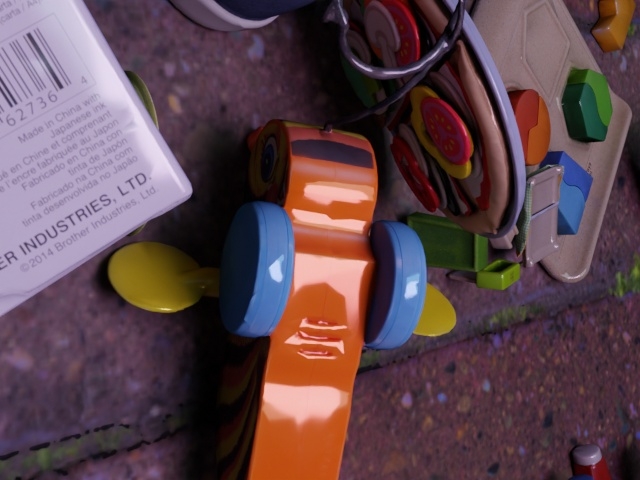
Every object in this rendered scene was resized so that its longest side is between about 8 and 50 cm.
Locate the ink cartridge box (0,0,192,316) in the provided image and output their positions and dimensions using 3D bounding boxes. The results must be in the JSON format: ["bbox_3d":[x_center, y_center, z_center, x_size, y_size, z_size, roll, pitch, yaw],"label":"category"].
[{"bbox_3d":[-0.203,-0.100,0.346,0.186,0.065,0.311,-34,116,-12],"label":"ink cartridge box"}]

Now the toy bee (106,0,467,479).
[{"bbox_3d":[0.000,0.000,0.545,0.195,0.162,0.298,30,97,-24],"label":"toy bee"}]

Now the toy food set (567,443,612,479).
[{"bbox_3d":[0.283,0.222,0.828,0.232,0.111,0.104,-25,105,-32],"label":"toy food set"}]

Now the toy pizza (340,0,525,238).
[{"bbox_3d":[0.057,-0.087,0.585,0.032,0.201,0.201,-27,110,-10],"label":"toy pizza"}]

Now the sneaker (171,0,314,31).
[{"bbox_3d":[-0.082,-0.266,0.466,0.350,0.148,0.131,48,56,-32],"label":"sneaker"}]

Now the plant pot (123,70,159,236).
[{"bbox_3d":[-0.130,-0.041,0.460,0.079,0.083,0.083,-4,90,-33],"label":"plant pot"}]

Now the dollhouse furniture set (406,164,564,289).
[{"bbox_3d":[0.130,-0.011,0.735,0.152,0.059,0.076,-23,117,-49],"label":"dollhouse furniture set"}]

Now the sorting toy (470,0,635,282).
[{"bbox_3d":[0.214,-0.147,0.836,0.229,0.041,0.307,42,59,-36],"label":"sorting toy"}]
